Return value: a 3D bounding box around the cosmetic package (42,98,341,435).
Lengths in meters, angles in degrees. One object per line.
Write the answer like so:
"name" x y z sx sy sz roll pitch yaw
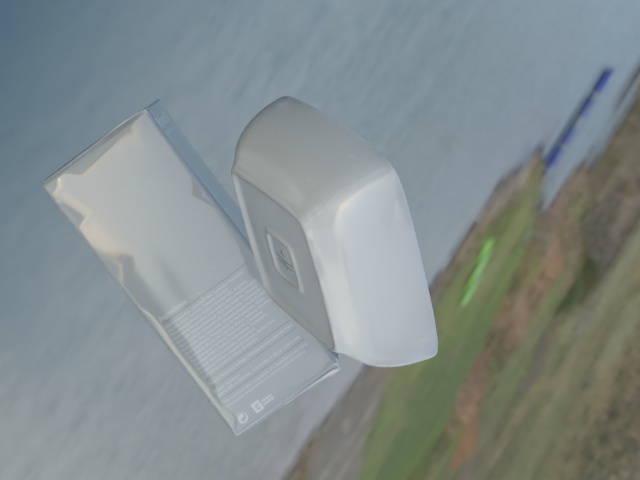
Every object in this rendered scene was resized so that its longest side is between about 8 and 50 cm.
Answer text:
"cosmetic package" -0.095 0.016 1.125 0.107 0.238 0.127 -33 -170 3

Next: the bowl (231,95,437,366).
"bowl" 0.000 0.000 0.842 0.053 0.142 0.142 -26 124 -18
